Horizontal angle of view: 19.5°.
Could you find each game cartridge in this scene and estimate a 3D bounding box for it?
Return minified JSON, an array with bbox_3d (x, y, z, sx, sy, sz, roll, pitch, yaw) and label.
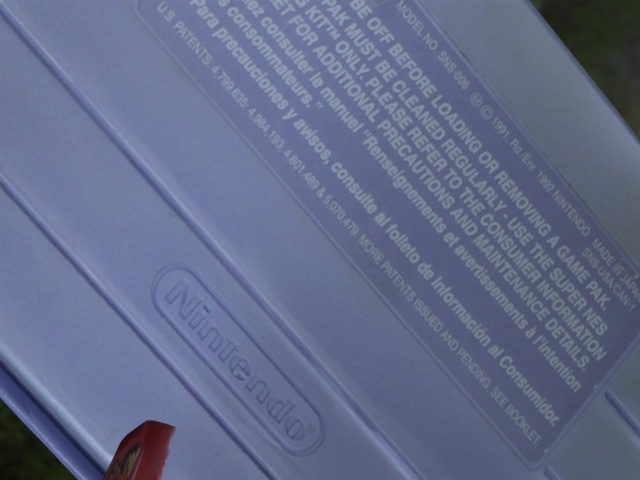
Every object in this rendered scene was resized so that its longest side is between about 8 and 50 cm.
[{"bbox_3d":[0.000,0.000,0.627,0.355,0.068,0.230,49,61,-15],"label":"game cartridge"}]

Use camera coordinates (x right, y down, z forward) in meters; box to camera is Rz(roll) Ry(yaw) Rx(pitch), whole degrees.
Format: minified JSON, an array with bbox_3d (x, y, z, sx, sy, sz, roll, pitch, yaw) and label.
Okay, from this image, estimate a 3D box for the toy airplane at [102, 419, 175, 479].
[{"bbox_3d":[-0.081,0.114,0.442,0.151,0.151,0.028,-51,127,-11],"label":"toy airplane"}]
